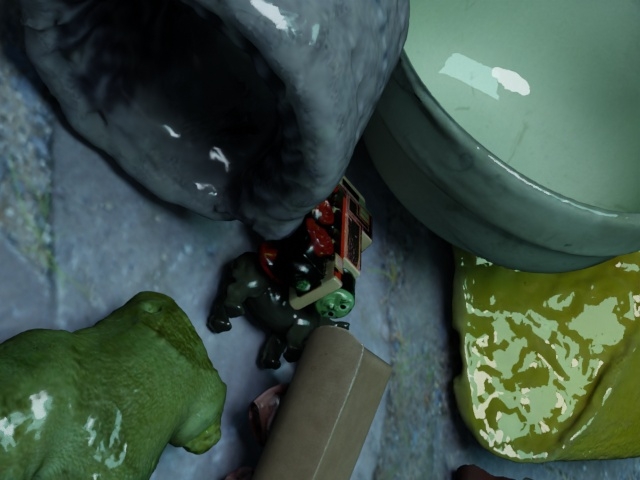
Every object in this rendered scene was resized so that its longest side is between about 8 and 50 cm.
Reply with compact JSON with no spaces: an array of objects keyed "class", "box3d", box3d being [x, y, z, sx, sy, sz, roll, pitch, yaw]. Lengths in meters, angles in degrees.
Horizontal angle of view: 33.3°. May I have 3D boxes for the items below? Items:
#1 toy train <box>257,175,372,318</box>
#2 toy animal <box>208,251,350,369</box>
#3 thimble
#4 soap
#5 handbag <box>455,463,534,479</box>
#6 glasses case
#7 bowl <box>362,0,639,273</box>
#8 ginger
[{"class":"toy train","box3d":[0.000,0.000,0.786,0.087,0.050,0.138,46,29,-29]},{"class":"toy animal","box3d":[-0.022,0.062,0.786,0.136,0.047,0.065,41,48,-26]},{"class":"thimble","box3d":[-0.055,-0.133,0.667,0.157,0.217,0.245,-61,144,-31]},{"class":"soap","box3d":[0.290,0.061,1.050,0.427,0.115,0.306,-1,76,-45]},{"class":"handbag","box3d":[0.186,0.329,0.895,0.213,0.127,0.235,21,60,-15]},{"class":"glasses case","box3d":[-0.017,0.157,0.752,0.193,0.070,0.102,-67,155,-8]},{"class":"bowl","box3d":[0.158,-0.100,0.868,0.307,0.163,0.307,12,52,-16]},{"class":"ginger","box3d":[-0.165,0.123,0.606,0.290,0.089,0.137,-17,114,-49]}]
